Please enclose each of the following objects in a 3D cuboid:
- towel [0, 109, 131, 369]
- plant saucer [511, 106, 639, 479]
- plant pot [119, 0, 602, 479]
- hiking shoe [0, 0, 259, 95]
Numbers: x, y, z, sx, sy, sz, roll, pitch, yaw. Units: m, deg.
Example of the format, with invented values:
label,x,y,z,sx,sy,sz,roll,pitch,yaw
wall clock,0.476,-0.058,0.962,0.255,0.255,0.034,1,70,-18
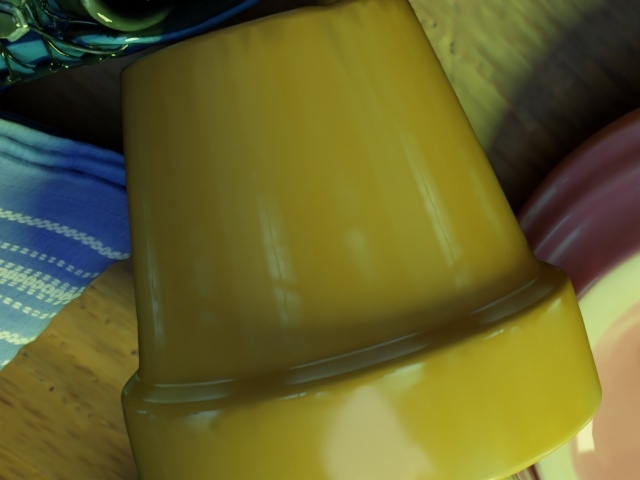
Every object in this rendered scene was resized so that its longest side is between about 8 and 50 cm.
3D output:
label,x,y,z,sx,sy,sz,roll,pitch,yaw
towel,-0.234,0.062,0.508,0.336,0.040,0.243,-43,157,14
plant saucer,0.235,0.084,0.564,0.332,0.084,0.332,10,120,18
plant pot,0.000,0.000,0.496,0.205,0.205,0.187,-15,95,0
hiking shoe,-0.118,-0.119,0.464,0.304,0.132,0.113,-26,116,5
